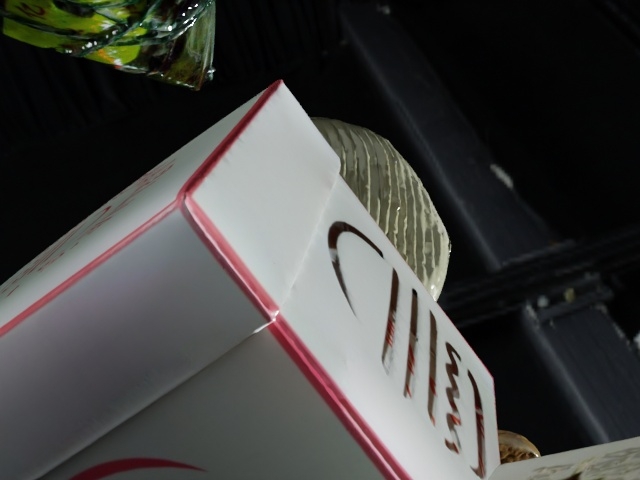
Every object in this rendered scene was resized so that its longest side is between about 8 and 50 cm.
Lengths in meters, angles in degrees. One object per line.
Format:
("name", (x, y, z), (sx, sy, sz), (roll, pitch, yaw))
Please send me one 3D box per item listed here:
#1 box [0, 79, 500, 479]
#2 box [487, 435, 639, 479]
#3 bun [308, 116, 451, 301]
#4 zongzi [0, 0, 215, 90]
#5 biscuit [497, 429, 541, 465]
("box", (-0.080, 0.120, 0.700), (0.312, 0.300, 0.314), (-34, -168, 17))
("box", (0.214, 0.200, 0.295), (0.204, 0.365, 0.051), (-24, -165, 41))
("bun", (0.000, 0.000, 1.394), (0.362, 0.326, 0.234), (-9, 171, -46))
("zongzi", (-0.240, -0.270, 0.798), (0.362, 0.383, 0.319), (6, -120, -11))
("biscuit", (0.227, 0.342, 1.364), (0.202, 0.288, 0.044), (-51, -145, 16))
